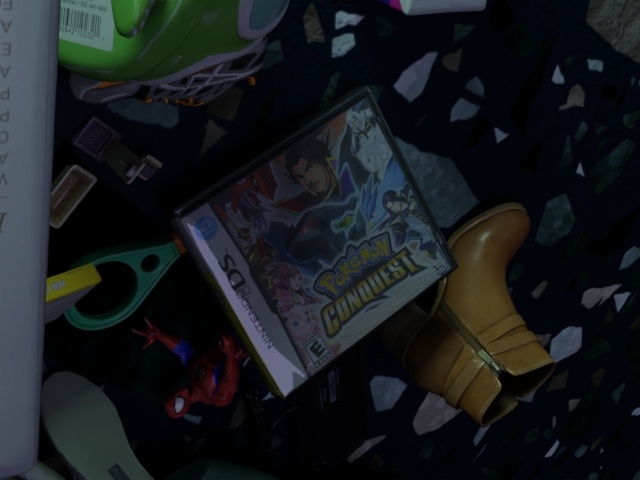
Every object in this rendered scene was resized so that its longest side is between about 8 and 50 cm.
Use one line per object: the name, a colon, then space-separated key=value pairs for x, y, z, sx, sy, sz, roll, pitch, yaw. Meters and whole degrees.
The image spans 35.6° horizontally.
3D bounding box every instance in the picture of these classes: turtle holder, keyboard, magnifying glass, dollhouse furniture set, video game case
turtle holder: x=-0.132 y=-0.287 z=0.803 sx=0.227 sy=0.243 sz=0.320 roll=-10 pitch=85 yaw=-51
keyboard: x=-0.023 y=0.208 z=1.336 sx=0.202 sy=0.033 sz=0.317 roll=-28 pitch=131 yaw=-29
magnifying glass: x=-0.179 y=0.018 z=1.086 sx=0.231 sy=0.026 sz=0.092 roll=-34 pitch=134 yaw=-17
dollhouse furniture set: x=-0.211 y=-0.043 z=0.978 sx=0.114 sy=0.081 sz=0.091 roll=-51 pitch=136 yaw=1
video game case: x=0.000 y=0.000 z=1.121 sx=0.275 sy=0.035 sz=0.248 roll=-35 pitch=107 yaw=-21

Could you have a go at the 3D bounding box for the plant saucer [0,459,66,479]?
plant saucer: x=-0.393 y=0.362 z=1.021 sx=0.401 sy=0.100 sz=0.400 roll=-1 pitch=103 yaw=-4

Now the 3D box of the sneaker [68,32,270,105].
sneaker: x=-0.136 y=-0.164 z=0.959 sx=0.215 sy=0.084 sz=0.083 roll=-22 pitch=135 yaw=-27

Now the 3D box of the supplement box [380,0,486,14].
supplement box: x=0.115 y=-0.352 z=1.010 sx=0.114 sy=0.111 sz=0.220 roll=-13 pitch=125 yaw=-32

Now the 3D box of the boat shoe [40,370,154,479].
boat shoe: x=-0.245 y=0.251 z=1.106 sx=0.079 sy=0.081 sz=0.227 roll=-36 pitch=92 yaw=-38

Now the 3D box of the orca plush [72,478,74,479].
orca plush: x=-0.347 y=0.357 z=1.161 sx=0.287 sy=0.102 sz=0.151 roll=-45 pitch=-179 yaw=5

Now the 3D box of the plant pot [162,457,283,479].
plant pot: x=-0.131 y=0.385 z=1.225 sx=0.290 sy=0.290 sz=0.195 roll=-38 pitch=100 yaw=-12

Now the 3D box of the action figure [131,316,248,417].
action figure: x=-0.097 y=0.088 z=1.153 sx=0.280 sy=0.091 sz=0.139 roll=-48 pitch=143 yaw=-3

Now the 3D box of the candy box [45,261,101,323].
candy box: x=-0.314 y=0.078 z=0.939 sx=0.105 sy=0.027 sz=0.206 roll=-31 pitch=174 yaw=42

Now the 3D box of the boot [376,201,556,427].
boot: x=0.231 y=0.094 z=1.323 sx=0.283 sy=0.220 sz=0.109 roll=-41 pitch=135 yaw=-9

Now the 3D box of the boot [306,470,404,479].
boot: x=0.006 y=0.441 z=1.466 sx=0.207 sy=0.094 sz=0.246 roll=13 pitch=117 yaw=-48

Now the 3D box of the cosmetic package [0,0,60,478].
cosmetic package: x=-0.376 y=-0.067 z=0.617 sx=0.328 sy=0.329 sz=0.393 roll=-6 pitch=111 yaw=-37
